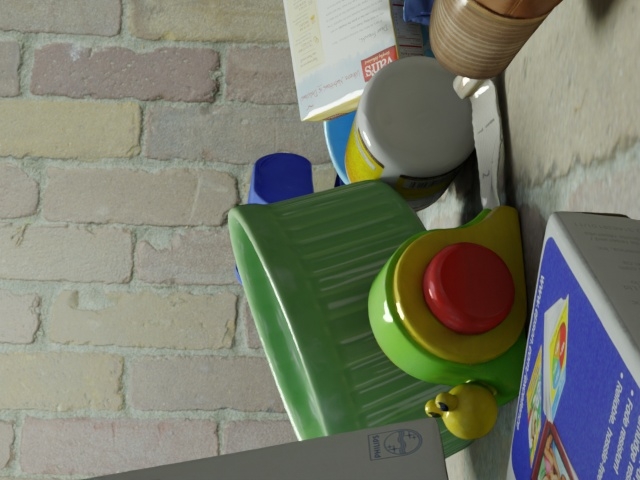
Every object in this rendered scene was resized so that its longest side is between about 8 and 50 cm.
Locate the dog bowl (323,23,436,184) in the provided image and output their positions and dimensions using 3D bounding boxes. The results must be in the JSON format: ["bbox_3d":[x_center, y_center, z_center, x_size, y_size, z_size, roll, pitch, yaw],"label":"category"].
[{"bbox_3d":[0.068,-0.182,1.230,0.166,0.074,0.297,52,148,42],"label":"dog bowl"}]

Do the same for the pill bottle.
[{"bbox_3d":[0.087,-0.095,1.044,0.215,0.117,0.117,107,163,-78],"label":"pill bottle"}]

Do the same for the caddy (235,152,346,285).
[{"bbox_3d":[0.000,0.000,1.513,0.341,0.241,0.179,-96,12,-68],"label":"caddy"}]

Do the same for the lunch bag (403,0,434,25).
[{"bbox_3d":[0.119,-0.257,0.998,0.067,0.065,0.098,-69,-14,-48],"label":"lunch bag"}]

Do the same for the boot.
[{"bbox_3d":[0.124,-0.264,0.619,0.220,0.109,0.283,113,170,-62],"label":"boot"}]

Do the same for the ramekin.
[{"bbox_3d":[0.032,0.089,0.982,0.303,0.148,0.303,161,90,-80],"label":"ramekin"}]

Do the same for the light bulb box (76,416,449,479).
[{"bbox_3d":[-0.059,0.350,0.706,0.225,0.361,0.358,-94,-8,-59],"label":"light bulb box"}]

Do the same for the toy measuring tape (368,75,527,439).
[{"bbox_3d":[0.094,-0.007,0.821,0.121,0.121,0.330,98,172,-65],"label":"toy measuring tape"}]

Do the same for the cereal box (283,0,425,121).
[{"bbox_3d":[0.027,-0.263,1.114,0.173,0.047,0.240,-14,83,51],"label":"cereal box"}]

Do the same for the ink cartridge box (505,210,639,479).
[{"bbox_3d":[0.141,0.186,0.456,0.307,0.072,0.303,-98,11,-63],"label":"ink cartridge box"}]
